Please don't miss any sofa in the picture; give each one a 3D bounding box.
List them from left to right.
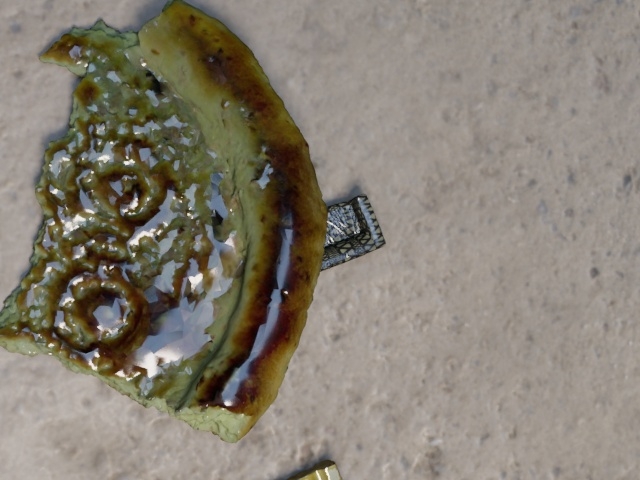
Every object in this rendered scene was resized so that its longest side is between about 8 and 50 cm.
[{"bbox_3d":[0.000,0.000,1.223,0.118,0.039,0.060,-21,85,-17],"label":"sofa"}]

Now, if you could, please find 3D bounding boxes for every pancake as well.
[{"bbox_3d":[-0.144,-0.034,1.158,0.305,0.067,0.426,8,79,-1],"label":"pancake"}]

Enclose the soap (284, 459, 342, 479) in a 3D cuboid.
[{"bbox_3d":[0.021,0.345,1.169,0.092,0.037,0.252,-22,87,-16],"label":"soap"}]
